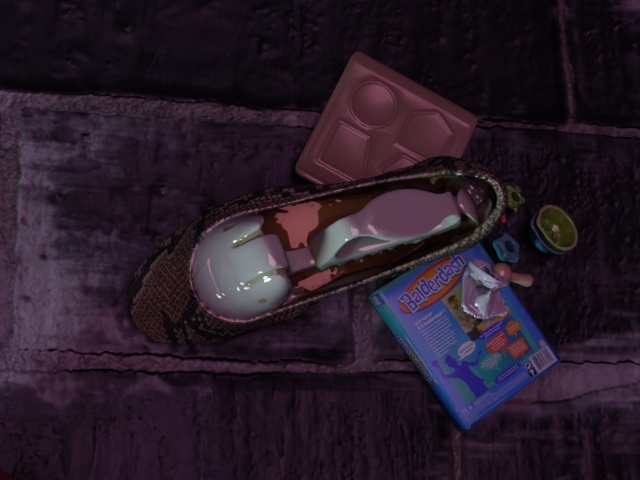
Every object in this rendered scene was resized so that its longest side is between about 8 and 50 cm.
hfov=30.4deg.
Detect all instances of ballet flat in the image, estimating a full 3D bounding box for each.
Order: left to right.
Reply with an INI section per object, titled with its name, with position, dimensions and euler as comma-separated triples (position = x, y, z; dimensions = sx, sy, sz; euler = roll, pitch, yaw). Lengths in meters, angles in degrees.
[ballet flat]
position = 0.000, 0.000, 1.408
dimensions = 0.483, 0.182, 0.164
euler = -18, 89, -9

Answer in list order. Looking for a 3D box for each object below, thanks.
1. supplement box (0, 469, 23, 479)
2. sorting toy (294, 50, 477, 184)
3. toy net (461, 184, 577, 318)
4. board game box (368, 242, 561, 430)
[supplement box]
position = -0.350, 0.321, 1.280
dimensions = 0.191, 0.194, 0.129
euler = 26, 73, -6
[sorting toy]
position = 0.088, -0.126, 1.565
dimensions = 0.193, 0.038, 0.208
euler = 28, 69, -5
[toy net]
position = 0.241, 0.010, 1.518
dimensions = 0.122, 0.045, 0.232
euler = 50, 47, -2
[board game box]
position = 0.186, 0.114, 1.523
dimensions = 0.160, 0.047, 0.210
euler = -32, 86, -17
